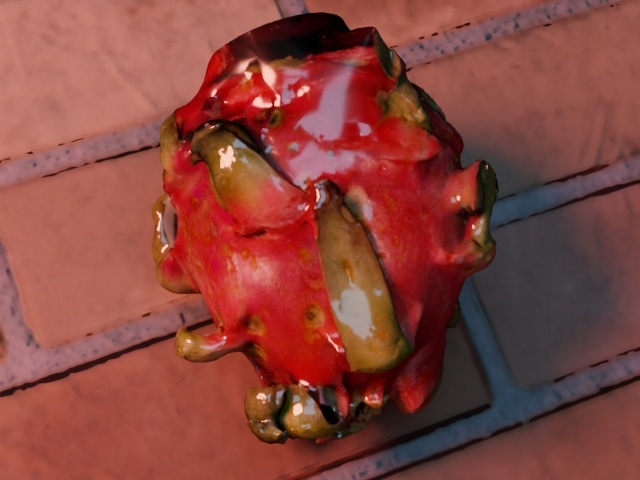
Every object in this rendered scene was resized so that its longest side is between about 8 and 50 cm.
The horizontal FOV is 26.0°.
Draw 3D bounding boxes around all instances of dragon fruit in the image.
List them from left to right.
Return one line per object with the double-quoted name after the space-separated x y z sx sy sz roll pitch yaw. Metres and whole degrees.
0.000 0.000 0.626 0.166 0.160 0.172 -2 69 -54 "dragon fruit"
